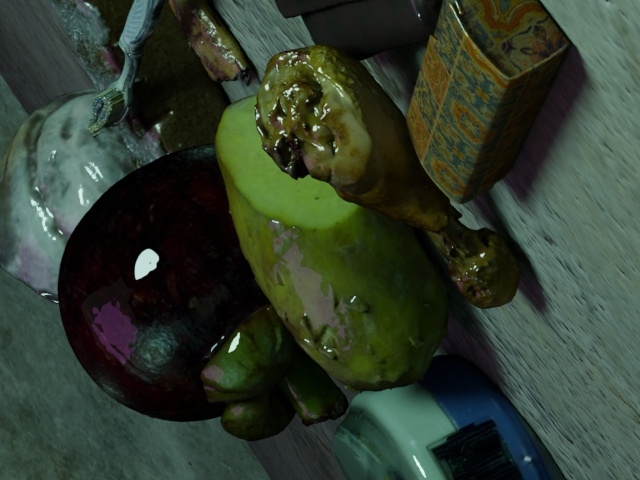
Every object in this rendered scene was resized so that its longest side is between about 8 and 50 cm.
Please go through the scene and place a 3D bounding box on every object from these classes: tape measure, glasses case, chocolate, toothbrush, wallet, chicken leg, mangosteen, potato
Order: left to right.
[{"bbox_3d":[-0.264,-0.081,2.041,0.303,0.303,0.213,46,137,42],"label":"chocolate"},{"bbox_3d":[-0.165,-0.214,1.559,0.035,0.042,0.413,44,147,7],"label":"toothbrush"},{"bbox_3d":[-0.110,0.059,1.632,0.300,0.300,0.300,53,167,18],"label":"mangosteen"},{"bbox_3d":[0.000,0.000,1.432,0.298,0.141,0.176,54,157,15],"label":"potato"},{"bbox_3d":[0.007,-0.206,1.124,0.182,0.049,0.229,62,165,-10],"label":"wallet"},{"bbox_3d":[0.055,-0.044,1.186,0.251,0.087,0.107,42,-147,-19],"label":"chicken leg"},{"bbox_3d":[0.129,0.241,1.536,0.262,0.138,0.259,59,166,-6],"label":"tape measure"},{"bbox_3d":[0.097,-0.094,1.040,0.075,0.049,0.218,54,167,13],"label":"glasses case"}]

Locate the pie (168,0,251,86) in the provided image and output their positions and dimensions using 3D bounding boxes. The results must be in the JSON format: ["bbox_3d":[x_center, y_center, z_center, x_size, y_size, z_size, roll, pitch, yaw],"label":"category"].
[{"bbox_3d":[-0.121,-0.216,1.615,0.170,0.034,0.092,56,164,3],"label":"pie"}]

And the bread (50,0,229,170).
[{"bbox_3d":[-0.188,-0.178,1.786,0.416,0.113,0.165,64,164,-21],"label":"bread"}]
